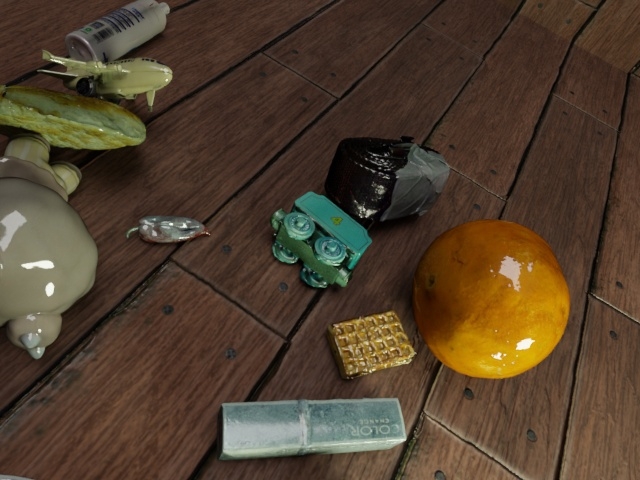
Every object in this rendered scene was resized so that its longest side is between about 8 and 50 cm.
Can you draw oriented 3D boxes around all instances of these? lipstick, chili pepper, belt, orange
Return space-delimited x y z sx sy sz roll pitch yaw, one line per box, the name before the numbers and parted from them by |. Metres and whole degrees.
lipstick | -0.010 0.289 0.712 0.290 0.076 0.077 4 53 -16
chili pepper | -0.282 -0.021 0.867 0.153 0.041 0.050 1 97 -19
belt | 0.156 -0.151 1.010 0.289 0.164 0.184 -8 40 -35
orange | 0.290 0.100 0.821 0.226 0.284 0.283 12 52 -19

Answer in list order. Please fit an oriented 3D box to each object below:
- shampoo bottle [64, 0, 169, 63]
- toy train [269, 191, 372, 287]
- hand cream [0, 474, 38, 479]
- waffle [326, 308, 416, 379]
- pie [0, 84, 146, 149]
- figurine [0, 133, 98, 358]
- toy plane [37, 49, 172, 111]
shampoo bottle | -0.475 -0.517 1.128 0.092 0.092 0.303 29 50 3
toy train | 0.000 0.000 0.912 0.198 0.107 0.154 40 45 11
hand cream | -0.402 0.325 0.581 0.216 0.038 0.052 10 29 -5
waffle | 0.091 0.189 0.841 0.148 0.042 0.102 -8 60 -24
pie | -0.467 -0.220 0.846 0.275 0.257 0.105 5 98 -23
figurine | -0.456 -0.023 0.715 0.203 0.248 0.380 -13 45 -9
toy plane | -0.417 -0.323 0.927 0.256 0.242 0.104 12 92 13
